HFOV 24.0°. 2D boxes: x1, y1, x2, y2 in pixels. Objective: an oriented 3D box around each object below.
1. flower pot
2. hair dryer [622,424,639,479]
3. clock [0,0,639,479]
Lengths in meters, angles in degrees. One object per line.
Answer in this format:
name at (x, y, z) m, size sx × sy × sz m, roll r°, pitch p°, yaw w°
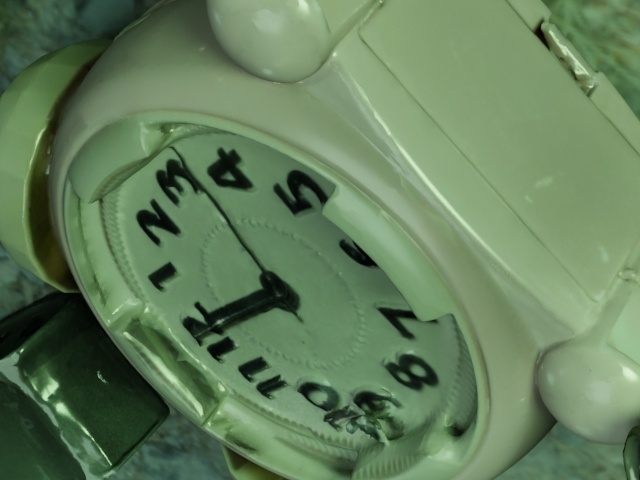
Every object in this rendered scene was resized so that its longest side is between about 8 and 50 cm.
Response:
flower pot at (-0.217, 0.120, 1.044) m, size 0.229 × 0.103 × 0.108 m, roll -24°, pitch 109°, yaw 39°
hair dryer at (0.243, 0.015, 0.635) m, size 0.296 × 0.119 × 0.298 m, roll -34°, pitch 102°, yaw -3°
clock at (0.000, 0.000, 0.792) m, size 0.342 × 0.184 × 0.326 m, roll 51°, pitch 135°, yaw -6°
